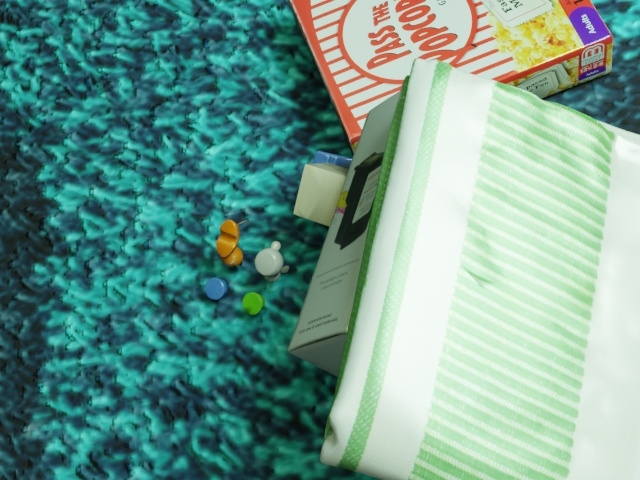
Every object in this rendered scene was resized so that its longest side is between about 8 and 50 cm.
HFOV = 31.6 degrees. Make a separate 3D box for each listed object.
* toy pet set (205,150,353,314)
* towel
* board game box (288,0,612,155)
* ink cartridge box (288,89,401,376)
[{"bbox_3d":[0.000,0.000,0.763,0.122,0.065,0.114,20,103,24],"label":"toy pet set"},{"bbox_3d":[0.176,0.052,0.622,0.324,0.038,0.248,17,67,-8],"label":"towel"},{"bbox_3d":[0.090,-0.151,0.818,0.193,0.045,0.147,-22,60,0],"label":"board game box"},{"bbox_3d":[0.073,0.009,0.686,0.127,0.072,0.175,29,64,-20],"label":"ink cartridge box"}]
